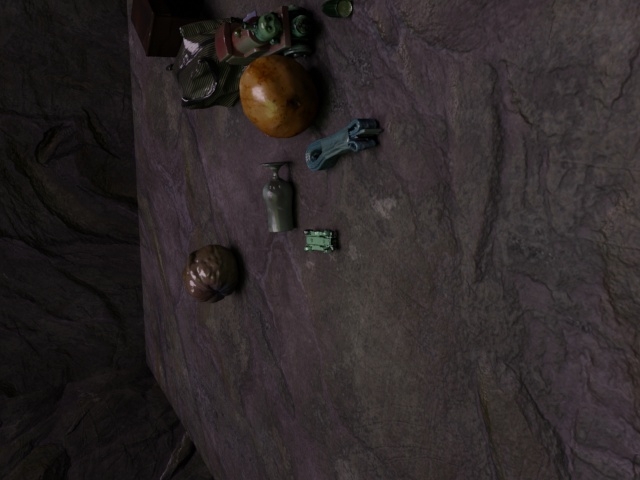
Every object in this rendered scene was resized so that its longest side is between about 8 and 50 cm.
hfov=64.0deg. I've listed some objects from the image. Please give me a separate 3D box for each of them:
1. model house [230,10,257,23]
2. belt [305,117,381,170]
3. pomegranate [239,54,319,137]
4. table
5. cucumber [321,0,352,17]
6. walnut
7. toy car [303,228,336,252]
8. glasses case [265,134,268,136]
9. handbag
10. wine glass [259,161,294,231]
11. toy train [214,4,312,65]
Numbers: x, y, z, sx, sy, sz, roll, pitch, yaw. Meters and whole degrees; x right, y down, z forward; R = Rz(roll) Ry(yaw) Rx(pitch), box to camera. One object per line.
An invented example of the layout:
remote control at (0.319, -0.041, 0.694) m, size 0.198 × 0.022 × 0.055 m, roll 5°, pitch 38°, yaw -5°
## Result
model house at (-0.226, -0.681, 1.726) m, size 0.088 × 0.117 × 0.166 m, roll -7°, pitch 90°, yaw 41°
belt at (0.056, -0.259, 1.416) m, size 0.302 × 0.072 × 0.087 m, roll -13°, pitch 83°, yaw 59°
pomegranate at (-0.122, -0.421, 1.501) m, size 0.248 × 0.248 × 0.248 m, roll 20°, pitch 114°, yaw 54°
table at (-0.567, -0.875, 2.023) m, size 0.250 × 0.282 × 0.196 m, roll 63°, pitch 143°, yaw 27°
cucumber at (0.037, -0.621, 1.374) m, size 0.105 × 0.048 × 0.048 m, roll 31°, pitch 123°, yaw 52°
walnut at (-0.464, 0.136, 2.167) m, size 0.248 × 0.249 × 0.248 m, roll 20°, pitch 114°, yaw 54°
toy car at (0.000, 0.000, 1.580) m, size 0.143 × 0.054 × 0.073 m, roll 2°, pitch 97°, yaw 55°
glasses case at (-0.153, -0.440, 1.709) m, size 0.073 × 0.049 × 0.194 m, roll 42°, pitch 131°, yaw 42°
handbag at (-0.406, -0.640, 1.879) m, size 0.341 × 0.240 × 0.247 m, roll -41°, pitch 68°, yaw 51°
wine glass at (-0.143, -0.146, 1.719) m, size 0.103 × 0.103 × 0.230 m, roll 15°, pitch 113°, yaw 55°
toy train at (-0.165, -0.605, 1.528) m, size 0.304 × 0.222 × 0.150 m, roll 4°, pitch 101°, yaw 57°
